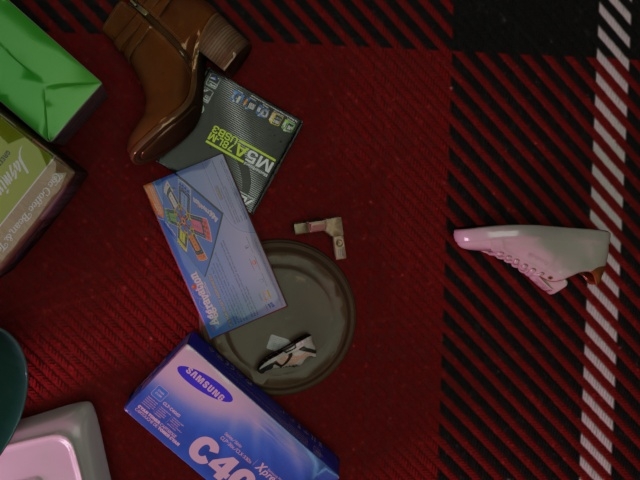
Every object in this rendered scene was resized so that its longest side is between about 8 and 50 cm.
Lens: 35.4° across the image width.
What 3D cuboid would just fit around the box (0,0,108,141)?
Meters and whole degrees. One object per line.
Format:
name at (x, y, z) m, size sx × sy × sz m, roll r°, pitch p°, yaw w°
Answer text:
box at (-0.471, -0.275, 1.554) m, size 0.262 × 0.231 × 0.126 m, roll 42°, pitch 87°, yaw -9°

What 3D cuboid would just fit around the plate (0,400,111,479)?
plate at (-0.481, 0.432, 1.655) m, size 0.277 × 0.045 × 0.278 m, roll -14°, pitch 88°, yaw 0°

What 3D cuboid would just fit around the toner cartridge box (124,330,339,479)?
toner cartridge box at (-0.146, 0.331, 1.705) m, size 0.348 × 0.075 × 0.165 m, roll 42°, pitch 100°, yaw -9°

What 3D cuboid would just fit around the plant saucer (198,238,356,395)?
plant saucer at (-0.071, 0.136, 1.741) m, size 0.278 × 0.041 × 0.277 m, roll -1°, pitch 94°, yaw -10°

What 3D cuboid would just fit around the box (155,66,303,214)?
box at (-0.154, -0.168, 1.705) m, size 0.191 × 0.045 × 0.184 m, roll 30°, pitch 87°, yaw -9°

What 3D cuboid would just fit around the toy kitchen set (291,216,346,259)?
toy kitchen set at (0.000, 0.000, 1.728) m, size 0.083 × 0.068 × 0.075 m, roll -9°, pitch 95°, yaw -8°

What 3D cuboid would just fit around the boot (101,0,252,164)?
boot at (-0.277, -0.284, 1.628) m, size 0.220 × 0.109 × 0.283 m, roll 37°, pitch 88°, yaw 8°

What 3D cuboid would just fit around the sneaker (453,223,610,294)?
sneaker at (0.375, 0.032, 1.769) m, size 0.290 × 0.106 × 0.123 m, roll 5°, pitch 90°, yaw -11°

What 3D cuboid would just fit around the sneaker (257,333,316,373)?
sneaker at (-0.055, 0.202, 1.707) m, size 0.109 × 0.040 × 0.043 m, roll -27°, pitch 100°, yaw -6°

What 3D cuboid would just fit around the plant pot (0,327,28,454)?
plant pot at (-0.639, 0.224, 1.534) m, size 0.235 × 0.293 × 0.293 m, roll 20°, pitch 90°, yaw 29°

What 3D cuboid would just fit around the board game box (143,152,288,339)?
board game box at (-0.174, 0.010, 1.681) m, size 0.145 × 0.027 × 0.281 m, roll -23°, pitch 97°, yaw -6°

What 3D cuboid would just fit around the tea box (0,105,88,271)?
tea box at (-0.547, -0.115, 1.503) m, size 0.323 × 0.329 × 0.220 m, roll 39°, pitch 87°, yaw -10°
